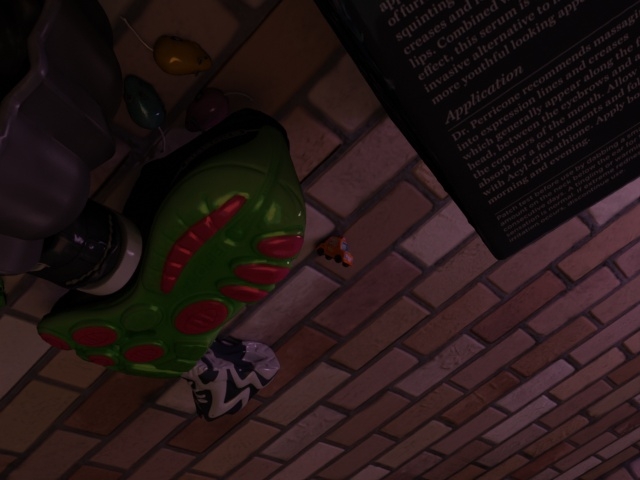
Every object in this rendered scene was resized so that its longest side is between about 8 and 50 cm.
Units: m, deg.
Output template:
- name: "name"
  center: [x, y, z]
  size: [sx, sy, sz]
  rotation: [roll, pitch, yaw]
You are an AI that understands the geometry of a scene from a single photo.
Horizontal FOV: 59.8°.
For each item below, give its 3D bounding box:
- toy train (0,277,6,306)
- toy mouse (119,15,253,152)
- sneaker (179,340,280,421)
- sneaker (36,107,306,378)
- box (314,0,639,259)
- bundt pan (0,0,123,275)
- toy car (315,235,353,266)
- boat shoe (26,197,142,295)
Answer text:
- name: "toy train"
  center: [-0.427, 0.057, 0.726]
  size: [0.024, 0.017, 0.083]
  rotation: [-8, 132, -25]
- name: "toy mouse"
  center: [-0.162, -0.152, 0.627]
  size: [0.161, 0.031, 0.143]
  rotation: [12, 124, -27]
- name: "sneaker"
  center: [-0.197, 0.230, 0.898]
  size: [0.235, 0.094, 0.153]
  rotation: [13, 116, -40]
- name: "sneaker"
  center: [-0.179, 0.026, 0.675]
  size: [0.185, 0.202, 0.483]
  rotation: [34, 130, -29]
- name: "box"
  center: [0.112, -0.228, 0.477]
  size: [0.212, 0.293, 0.395]
  rotation: [-34, 131, 11]
- name: "bundt pan"
  center: [-0.288, -0.092, 0.423]
  size: [0.331, 0.330, 0.124]
  rotation: [-31, 153, 8]
- name: "toy car"
  center: [0.000, 0.000, 0.798]
  size: [0.122, 0.060, 0.040]
  rotation: [28, 84, -42]
- name: "boat shoe"
  center: [-0.306, -0.034, 0.531]
  size: [0.303, 0.114, 0.091]
  rotation: [12, 166, 25]
